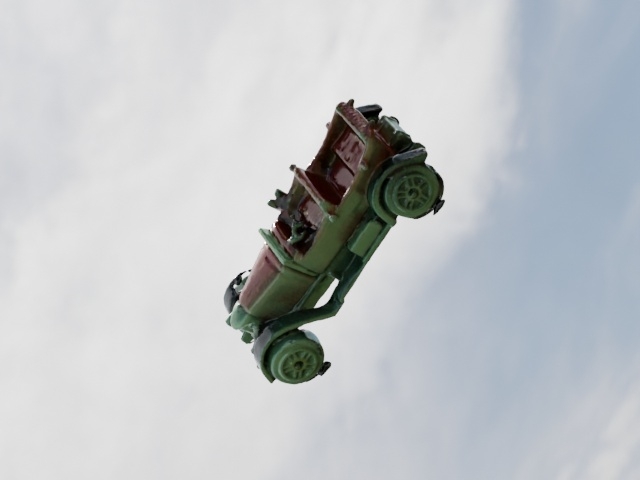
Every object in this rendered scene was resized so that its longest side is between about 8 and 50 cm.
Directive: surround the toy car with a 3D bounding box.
[{"bbox_3d":[0.000,0.000,0.805,0.054,0.073,0.143,25,-73,-35],"label":"toy car"}]
